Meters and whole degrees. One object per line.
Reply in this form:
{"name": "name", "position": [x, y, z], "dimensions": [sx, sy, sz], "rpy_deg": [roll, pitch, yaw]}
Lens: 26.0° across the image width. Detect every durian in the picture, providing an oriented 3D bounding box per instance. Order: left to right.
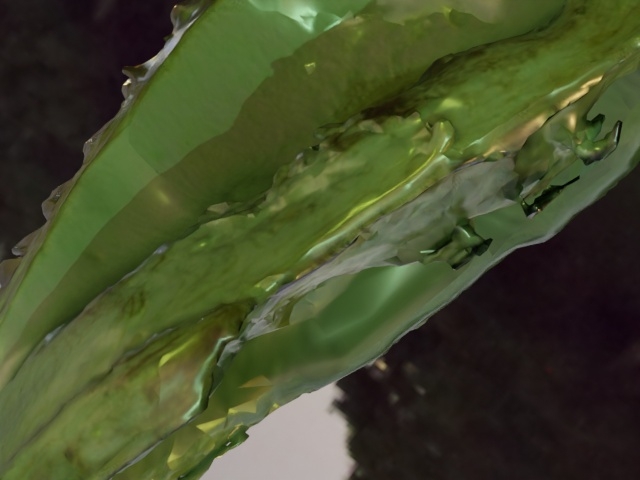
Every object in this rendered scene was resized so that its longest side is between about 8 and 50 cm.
{"name": "durian", "position": [0.005, 0.008, 0.468], "dimensions": [0.163, 0.394, 0.198], "rpy_deg": [55, 175, -31]}
